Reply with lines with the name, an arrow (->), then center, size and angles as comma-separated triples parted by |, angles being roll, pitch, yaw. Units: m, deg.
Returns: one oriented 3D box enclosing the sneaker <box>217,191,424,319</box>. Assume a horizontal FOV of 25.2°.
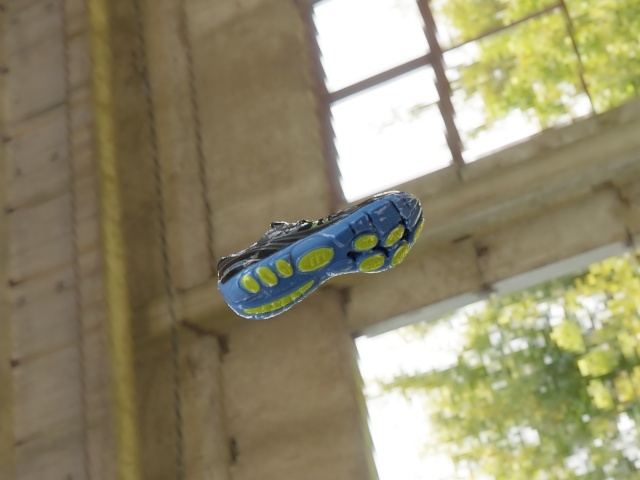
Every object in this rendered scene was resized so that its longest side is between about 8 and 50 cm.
sneaker -> 0.000, 0.000, 1.170 | 0.078, 0.188, 0.067 | 45, 152, 51
